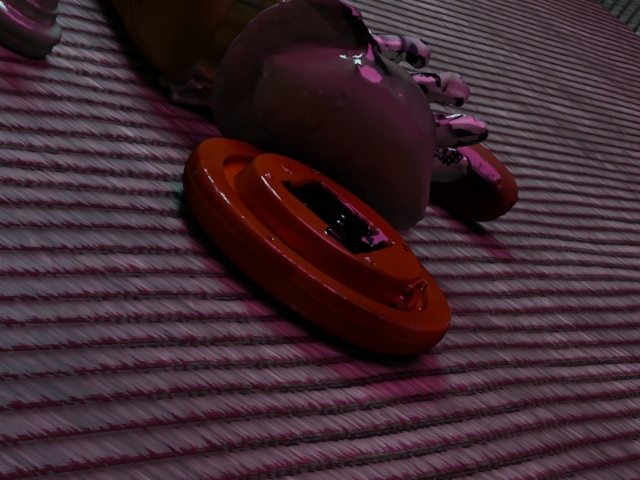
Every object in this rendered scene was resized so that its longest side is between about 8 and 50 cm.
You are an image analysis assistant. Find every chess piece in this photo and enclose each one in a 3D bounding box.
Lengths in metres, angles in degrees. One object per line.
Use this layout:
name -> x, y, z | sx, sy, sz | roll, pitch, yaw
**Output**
chess piece -> -0.184, -0.181, 1.330 | 0.067, 0.103, 0.067 | 33, 17, -11

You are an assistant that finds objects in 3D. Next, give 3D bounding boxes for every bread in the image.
bread -> -0.094, -0.206, 1.524 | 0.107, 0.136, 0.241 | 25, 21, -33

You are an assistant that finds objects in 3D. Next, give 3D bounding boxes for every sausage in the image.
sausage -> 0.124, -0.054, 1.680 | 0.094, 0.059, 0.054 | 38, 26, 0

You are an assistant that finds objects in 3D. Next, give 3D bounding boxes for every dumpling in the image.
dumpling -> 0.005, -0.086, 1.399 | 0.176, 0.150, 0.092 | 50, 39, -47

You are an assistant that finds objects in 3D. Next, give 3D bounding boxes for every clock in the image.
clock -> 0.000, 0.000, 1.302 | 0.205, 0.051, 0.205 | 34, 15, -11

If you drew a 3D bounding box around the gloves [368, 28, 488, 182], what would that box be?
gloves -> 0.026, -0.103, 1.527 | 0.111, 0.127, 0.212 | 0, 29, -45
